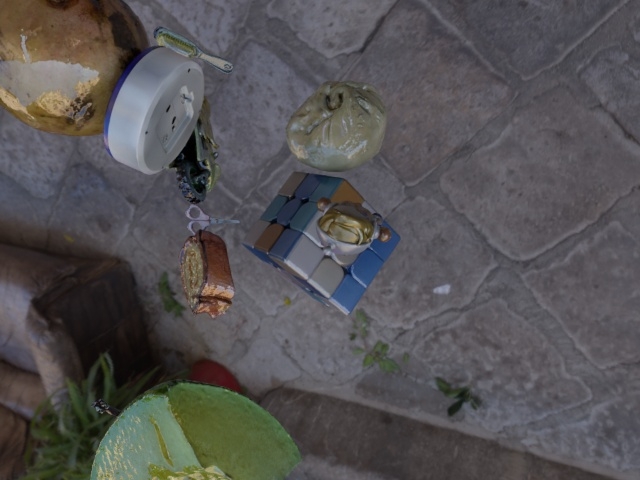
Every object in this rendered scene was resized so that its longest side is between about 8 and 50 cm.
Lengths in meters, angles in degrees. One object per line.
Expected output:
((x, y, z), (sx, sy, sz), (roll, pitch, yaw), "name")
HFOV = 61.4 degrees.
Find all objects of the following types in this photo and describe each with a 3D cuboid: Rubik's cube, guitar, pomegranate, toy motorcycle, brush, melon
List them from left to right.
((-0.474, -0.346, 0.996), (0.322, 0.322, 0.322), (14, 126, 20), "pomegranate")
((-0.591, 0.513, 1.583), (0.038, 0.084, 0.271), (34, 159, 22), "guitar")
((-0.251, 0.416, 0.933), (0.343, 0.226, 0.331), (-31, 135, 25), "melon")
((-0.398, -0.306, 1.612), (0.169, 0.237, 0.410), (-13, 89, 4), "toy motorcycle")
((-0.443, -0.653, 1.893), (0.297, 0.060, 0.068), (19, 134, -24), "brush")
((0.000, 0.000, 1.885), (0.347, 0.344, 0.346), (41, 167, -30), "Rubik's cube")

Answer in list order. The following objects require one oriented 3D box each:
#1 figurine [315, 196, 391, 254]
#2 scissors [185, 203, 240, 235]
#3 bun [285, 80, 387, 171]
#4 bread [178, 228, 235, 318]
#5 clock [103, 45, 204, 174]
((0.072, -0.040, 1.355), (0.194, 0.274, 0.133), (23, 104, -6), "figurine")
((-0.326, -0.061, 1.634), (0.189, 0.015, 0.100), (2, 105, 20), "scissors")
((0.056, -0.394, 1.844), (0.362, 0.326, 0.234), (-18, 152, 1), "bun")
((-0.337, 0.113, 1.600), (0.190, 0.123, 0.244), (-39, 54, 44), "bread")
((-0.303, -0.240, 1.010), (0.083, 0.230, 0.230), (25, 130, 2), "clock")
